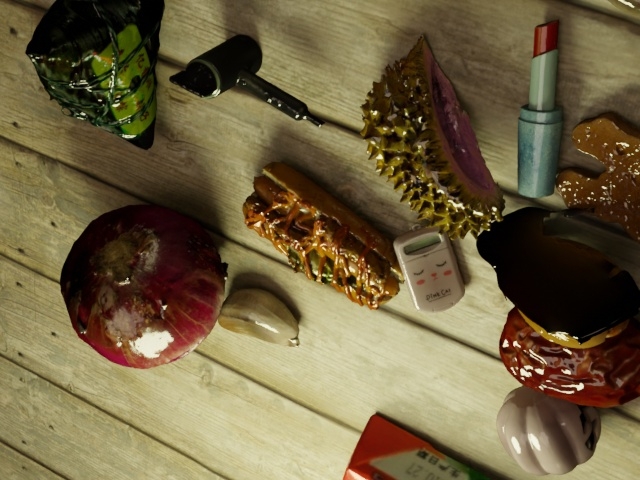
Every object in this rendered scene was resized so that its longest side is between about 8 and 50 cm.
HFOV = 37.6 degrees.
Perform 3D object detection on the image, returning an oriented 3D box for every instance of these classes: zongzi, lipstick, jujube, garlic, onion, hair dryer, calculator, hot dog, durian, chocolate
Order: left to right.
[{"bbox_3d":[-0.379,-0.395,1.728,0.319,0.362,0.383,39,167,5],"label":"zongzi"},{"bbox_3d":[-0.338,0.116,1.922,0.347,0.348,0.385,13,157,24],"label":"onion"},{"bbox_3d":[-0.109,-0.253,1.620,0.248,0.195,0.078,30,128,11],"label":"hair dryer"},{"bbox_3d":[-0.128,0.151,1.928,0.195,0.087,0.101,14,135,20],"label":"garlic"},{"bbox_3d":[0.000,0.000,1.742,0.349,0.117,0.158,38,129,7],"label":"hot dog"},{"bbox_3d":[0.185,0.595,1.932,0.341,0.161,0.360,27,127,20],"label":"chocolate"},{"bbox_3d":[0.159,-0.144,1.533,0.191,0.112,0.341,-26,86,27],"label":"durian"},{"bbox_3d":[0.195,0.048,1.681,0.100,0.032,0.175,-20,108,1],"label":"calculator"},{"bbox_3d":[0.344,-0.205,1.461,0.068,0.061,0.274,19,120,41],"label":"lipstick"},{"bbox_3d":[0.391,0.064,1.479,0.194,0.326,0.107,-36,126,14],"label":"hot dog"},{"bbox_3d":[0.422,0.182,1.557,0.250,0.174,0.174,10,120,25],"label":"jujube"}]

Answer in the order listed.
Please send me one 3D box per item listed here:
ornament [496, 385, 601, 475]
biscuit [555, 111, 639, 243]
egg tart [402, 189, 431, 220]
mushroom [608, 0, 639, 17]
[{"bbox_3d":[0.404,0.332,1.652,0.177,0.177,0.178,14,122,24],"label":"ornament"},{"bbox_3d":[0.505,-0.077,1.425,0.295,0.044,0.186,33,132,26],"label":"biscuit"},{"bbox_3d":[0.196,-0.080,1.625,0.128,0.049,0.129,15,124,24],"label":"egg tart"},{"bbox_3d":[0.441,-0.375,1.211,0.207,0.215,0.207,13,128,18],"label":"mushroom"}]
